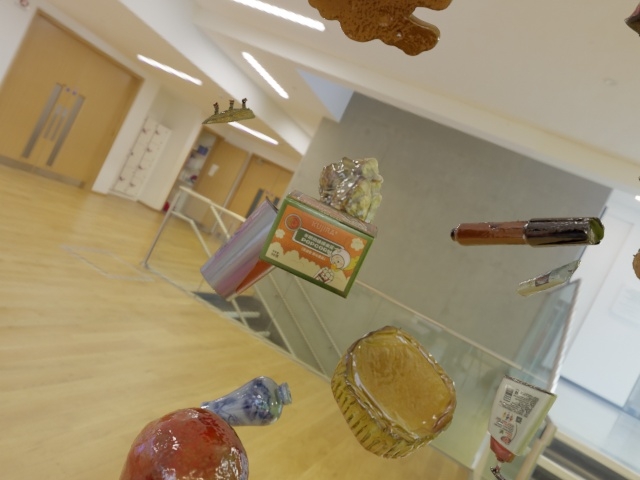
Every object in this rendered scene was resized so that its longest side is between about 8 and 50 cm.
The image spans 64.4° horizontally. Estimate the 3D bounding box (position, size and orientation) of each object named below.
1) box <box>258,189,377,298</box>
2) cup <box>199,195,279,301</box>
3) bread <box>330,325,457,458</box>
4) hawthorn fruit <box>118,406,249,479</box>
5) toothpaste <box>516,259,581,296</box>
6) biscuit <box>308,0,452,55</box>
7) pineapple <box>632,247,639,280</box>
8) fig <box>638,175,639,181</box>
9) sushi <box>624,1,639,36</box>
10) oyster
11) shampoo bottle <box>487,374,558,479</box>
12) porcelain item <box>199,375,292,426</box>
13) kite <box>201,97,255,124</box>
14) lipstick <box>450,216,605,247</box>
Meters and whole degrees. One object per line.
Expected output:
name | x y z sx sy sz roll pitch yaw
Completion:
box | 0.000 0.000 1.063 0.195 0.148 0.177 25 8 1
cup | -0.200 0.036 1.489 0.203 0.288 0.203 49 0 0
bread | 0.153 0.320 1.083 0.227 0.142 0.253 -24 69 -33
hawthorn fruit | -0.217 0.365 0.809 0.205 0.205 0.253 26 2 -21
toothpaste | 0.522 0.096 1.188 0.038 0.060 0.233 39 -19 4
biscuit | 0.116 -0.491 1.042 0.295 0.186 0.044 21 46 5
pineapple | 1.003 0.048 1.406 0.310 0.141 0.170 -11 -4 -25
fig | 0.819 -0.094 1.075 0.207 0.175 0.175 -16 -14 19
sushi | 0.522 -0.347 0.687 0.097 0.103 0.226 19 3 -4
oyster | 0.073 -0.119 1.442 0.201 0.354 0.107 2 -29 15
shampoo bottle | 0.536 0.530 1.412 0.071 0.284 0.153 19 -1 -40
porcelain item | -0.212 0.476 1.465 0.259 0.141 0.141 -16 2 0
kite | -0.218 -0.307 1.219 0.141 0.015 0.245 -14 5 -11
lipstick | 0.500 -0.018 1.296 0.077 0.077 0.418 25 -14 -30
